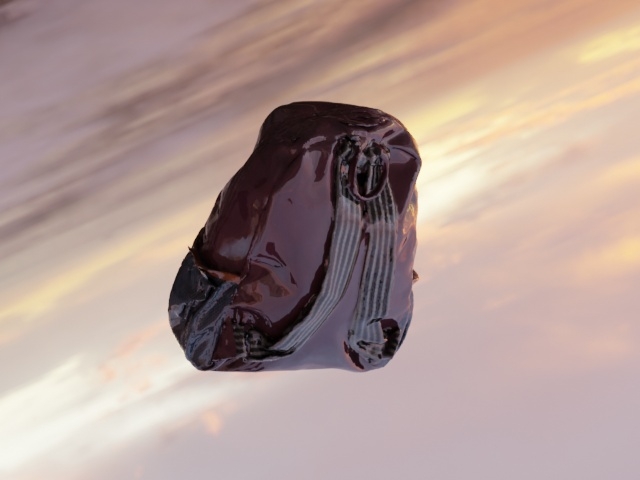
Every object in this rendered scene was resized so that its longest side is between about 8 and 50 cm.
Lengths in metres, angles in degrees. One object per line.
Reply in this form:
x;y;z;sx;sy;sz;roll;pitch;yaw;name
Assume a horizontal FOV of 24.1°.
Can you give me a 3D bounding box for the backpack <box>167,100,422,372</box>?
0.000;0.000;1.652;0.283;0.317;0.197;2;-148;-34;backpack
